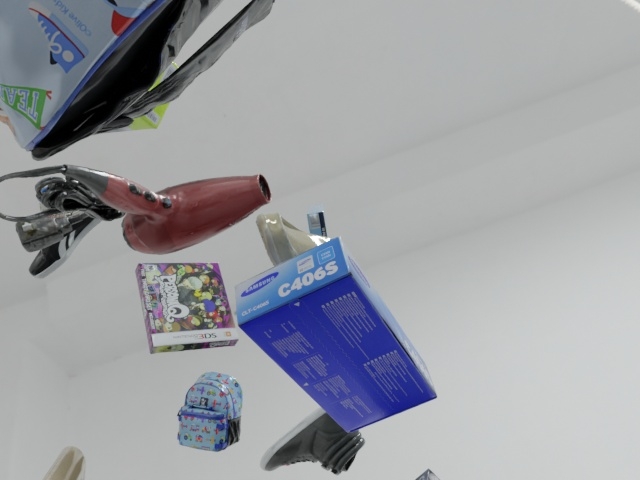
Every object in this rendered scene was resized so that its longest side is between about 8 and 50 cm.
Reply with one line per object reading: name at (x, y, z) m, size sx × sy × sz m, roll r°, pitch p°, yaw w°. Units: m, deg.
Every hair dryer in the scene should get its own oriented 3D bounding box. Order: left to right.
hair dryer at (-0.195, -0.029, 0.632) m, size 0.294 × 0.080 × 0.224 m, roll -12°, pitch -5°, yaw -25°

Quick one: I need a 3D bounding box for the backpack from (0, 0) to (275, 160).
backpack at (-0.146, -0.191, 0.369) m, size 0.213 × 0.276 × 0.263 m, roll 38°, pitch -85°, yaw -17°

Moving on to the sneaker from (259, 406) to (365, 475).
sneaker at (-0.018, 0.491, 1.283) m, size 0.295 × 0.146 × 0.105 m, roll -46°, pitch -16°, yaw 25°

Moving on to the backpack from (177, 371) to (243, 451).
backpack at (-0.279, 0.430, 1.425) m, size 0.158 × 0.173 × 0.117 m, roll 7°, pitch 1°, yaw 20°

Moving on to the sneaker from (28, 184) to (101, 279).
sneaker at (-0.535, -0.035, 1.118) m, size 0.216 × 0.079 × 0.121 m, roll -50°, pitch -52°, yaw -7°

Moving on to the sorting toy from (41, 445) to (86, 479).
sorting toy at (-0.274, 0.356, 0.624) m, size 0.041 × 0.228 × 0.307 m, roll 0°, pitch -6°, yaw -16°

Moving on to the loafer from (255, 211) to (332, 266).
loafer at (-0.018, 0.025, 0.954) m, size 0.092 × 0.101 × 0.268 m, roll -31°, pitch -39°, yaw 8°

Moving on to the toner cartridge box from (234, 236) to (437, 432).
toner cartridge box at (0.036, 0.157, 0.828) m, size 0.165 × 0.075 × 0.347 m, roll -26°, pitch -49°, yaw 10°

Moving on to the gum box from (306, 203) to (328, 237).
gum box at (0.000, 0.000, 1.341) m, size 0.041 × 0.184 × 0.156 m, roll -9°, pitch -81°, yaw 2°

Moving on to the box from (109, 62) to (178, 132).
box at (-0.301, -0.220, 0.866) m, size 0.178 × 0.108 × 0.042 m, roll 4°, pitch -25°, yaw 35°

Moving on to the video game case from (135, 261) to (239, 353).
video game case at (-0.326, 0.157, 1.364) m, size 0.210 × 0.232 × 0.041 m, roll 2°, pitch -38°, yaw -33°

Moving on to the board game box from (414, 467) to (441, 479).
board game box at (0.227, 0.530, 0.983) m, size 0.042 × 0.165 × 0.243 m, roll -47°, pitch -6°, yaw 15°
